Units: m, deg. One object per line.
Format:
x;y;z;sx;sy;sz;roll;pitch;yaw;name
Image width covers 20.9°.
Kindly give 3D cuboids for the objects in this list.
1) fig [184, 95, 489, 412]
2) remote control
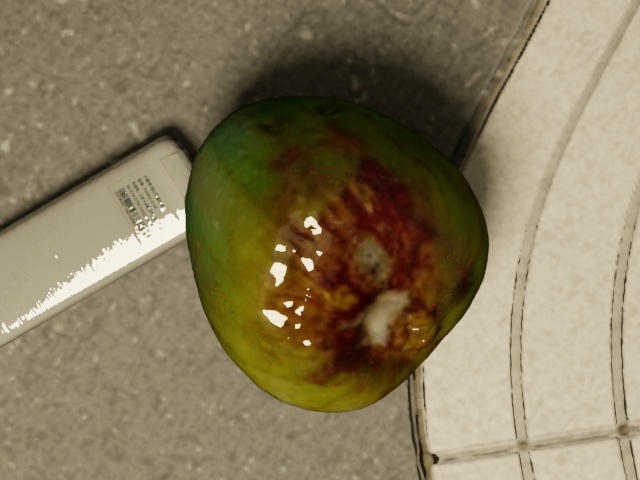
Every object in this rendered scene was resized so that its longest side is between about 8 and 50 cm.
0.000;0.000;1.061;0.181;0.181;0.191;-38;68;6;fig
-0.189;0.020;1.137;0.261;0.029;0.067;-30;95;7;remote control
